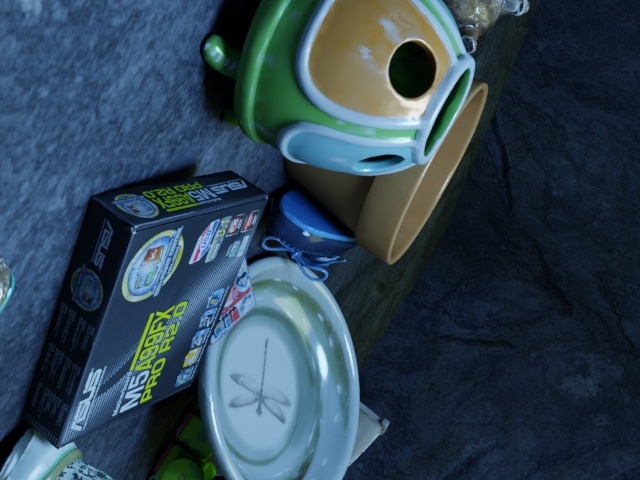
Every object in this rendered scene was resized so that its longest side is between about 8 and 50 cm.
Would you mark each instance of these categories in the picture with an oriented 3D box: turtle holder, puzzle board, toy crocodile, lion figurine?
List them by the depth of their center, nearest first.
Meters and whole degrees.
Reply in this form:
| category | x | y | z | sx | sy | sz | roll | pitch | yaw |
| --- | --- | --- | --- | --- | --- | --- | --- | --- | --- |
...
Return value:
| category | x | y | z | sx | sy | sz | roll | pitch | yaw |
| --- | --- | --- | --- | --- | --- | --- | --- | --- | --- |
| turtle holder | 0.032 | -0.166 | 1.009 | 0.243 | 0.227 | 0.320 | -55 | 167 | -30 |
| puzzle board | -0.129 | 0.075 | 1.313 | 0.128 | 0.011 | 0.096 | -44 | 129 | -56 |
| toy crocodile | -0.197 | 0.328 | 1.558 | 0.340 | 0.105 | 0.115 | -57 | 167 | 0 |
| lion figurine | 0.210 | -0.324 | 1.710 | 0.392 | 0.142 | 0.240 | -51 | -178 | 26 |

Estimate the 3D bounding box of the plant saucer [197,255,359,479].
| category | x | y | z | sx | sy | sz | roll | pitch | yaw |
| --- | --- | --- | --- | --- | --- | --- | --- | --- | --- |
| plant saucer | -0.081 | 0.227 | 1.469 | 0.400 | 0.101 | 0.400 | 21 | 65 | -54 |

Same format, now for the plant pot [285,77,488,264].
| category | x | y | z | sx | sy | sz | roll | pitch | yaw |
| --- | --- | --- | --- | --- | --- | --- | --- | --- | --- |
| plant pot | 0.084 | -0.137 | 1.360 | 0.291 | 0.204 | 0.291 | -57 | 167 | -20 |

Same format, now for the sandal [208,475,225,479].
| category | x | y | z | sx | sy | sz | roll | pitch | yaw |
| --- | --- | --- | --- | --- | --- | --- | --- | --- | --- |
| sandal | -0.179 | 0.415 | 1.534 | 0.067 | 0.040 | 0.179 | -33 | 169 | -47 |

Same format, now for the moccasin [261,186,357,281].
| category | x | y | z | sx | sy | sz | roll | pitch | yaw |
| --- | --- | --- | --- | --- | --- | --- | --- | --- | --- |
| moccasin | 0.000 | 0.000 | 1.472 | 0.117 | 0.138 | 0.342 | -49 | 164 | 14 |

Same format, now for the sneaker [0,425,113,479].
| category | x | y | z | sx | sy | sz | roll | pitch | yaw |
| --- | --- | --- | --- | --- | --- | --- | --- | --- | --- |
| sneaker | -0.265 | 0.353 | 1.084 | 0.158 | 0.182 | 0.410 | -56 | 168 | -23 |

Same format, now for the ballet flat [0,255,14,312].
| category | x | y | z | sx | sy | sz | roll | pitch | yaw |
| --- | --- | --- | --- | --- | --- | --- | --- | --- | --- |
| ballet flat | -0.297 | 0.093 | 0.667 | 0.067 | 0.073 | 0.206 | 30 | 86 | -51 |

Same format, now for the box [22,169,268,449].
| category | x | y | z | sx | sy | sz | roll | pitch | yaw |
| --- | --- | --- | --- | --- | --- | --- | --- | --- | --- |
| box | -0.179 | 0.066 | 0.982 | 0.216 | 0.060 | 0.270 | -19 | 137 | -58 |

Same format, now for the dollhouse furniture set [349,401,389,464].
| category | x | y | z | sx | sy | sz | roll | pitch | yaw |
| --- | --- | --- | --- | --- | --- | --- | --- | --- | --- |
| dollhouse furniture set | 0.007 | 0.337 | 1.729 | 0.303 | 0.355 | 0.173 | -39 | 158 | -33 |
